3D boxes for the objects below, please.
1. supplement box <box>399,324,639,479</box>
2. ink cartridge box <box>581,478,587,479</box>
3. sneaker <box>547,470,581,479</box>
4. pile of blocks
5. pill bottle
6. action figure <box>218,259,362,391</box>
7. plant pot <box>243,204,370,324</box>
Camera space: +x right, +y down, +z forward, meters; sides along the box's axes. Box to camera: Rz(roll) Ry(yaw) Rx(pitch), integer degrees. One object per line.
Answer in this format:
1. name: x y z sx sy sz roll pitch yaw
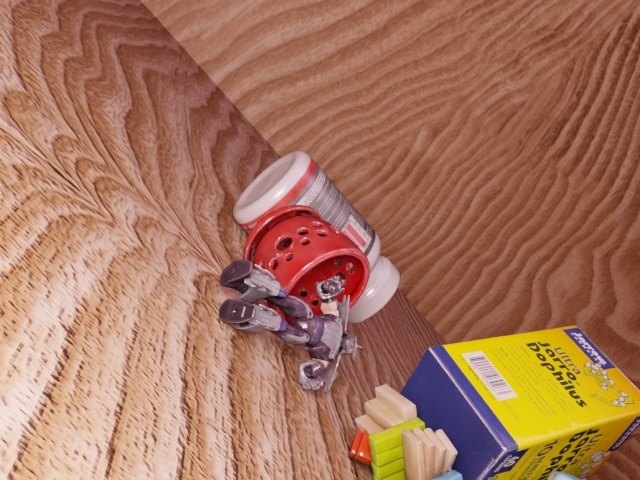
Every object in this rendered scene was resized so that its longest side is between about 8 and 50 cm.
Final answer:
1. supplement box: 0.316 0.284 1.095 0.356 0.194 0.195 -2 41 -34
2. ink cartridge box: 0.387 0.517 1.181 0.279 0.160 0.384 17 29 -38
3. sneaker: 0.337 0.440 0.946 0.127 0.208 0.319 23 -10 31
4. pile of blocks: 0.133 0.355 0.916 0.362 0.112 0.149 52 -32 43
5. pill bottle: 0.000 0.000 1.487 0.363 0.210 0.210 47 9 -19
6. action figure: -0.028 0.131 1.050 0.285 0.099 0.185 30 53 -39
7. plant pot: -0.034 0.040 1.215 0.174 0.191 0.191 50 7 36
